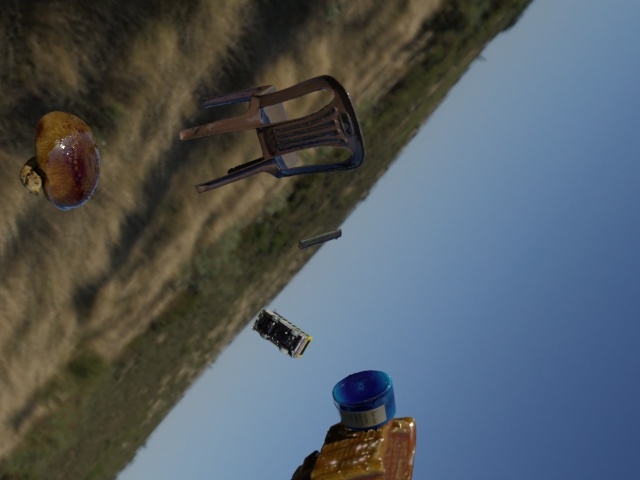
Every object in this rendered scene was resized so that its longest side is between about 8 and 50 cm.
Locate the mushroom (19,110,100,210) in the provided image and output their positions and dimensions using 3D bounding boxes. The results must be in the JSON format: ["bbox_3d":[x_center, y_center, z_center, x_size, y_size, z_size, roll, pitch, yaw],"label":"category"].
[{"bbox_3d":[-0.326,-0.102,1.142,0.127,0.087,0.127,0,90,-87],"label":"mushroom"}]

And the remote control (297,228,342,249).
[{"bbox_3d":[0.000,0.000,1.783,0.091,0.016,0.034,-17,157,-15],"label":"remote control"}]

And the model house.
[{"bbox_3d":[0.042,0.388,1.483,0.200,0.219,0.229,-7,162,20],"label":"model house"}]

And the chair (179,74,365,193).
[{"bbox_3d":[-0.070,-0.200,1.638,0.327,0.175,0.183,-11,-161,17],"label":"chair"}]

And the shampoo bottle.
[{"bbox_3d":[0.066,0.240,1.323,0.087,0.050,0.183,-16,154,-1],"label":"shampoo bottle"}]

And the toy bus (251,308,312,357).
[{"bbox_3d":[-0.071,0.170,1.671,0.052,0.102,0.058,-59,157,5],"label":"toy bus"}]
